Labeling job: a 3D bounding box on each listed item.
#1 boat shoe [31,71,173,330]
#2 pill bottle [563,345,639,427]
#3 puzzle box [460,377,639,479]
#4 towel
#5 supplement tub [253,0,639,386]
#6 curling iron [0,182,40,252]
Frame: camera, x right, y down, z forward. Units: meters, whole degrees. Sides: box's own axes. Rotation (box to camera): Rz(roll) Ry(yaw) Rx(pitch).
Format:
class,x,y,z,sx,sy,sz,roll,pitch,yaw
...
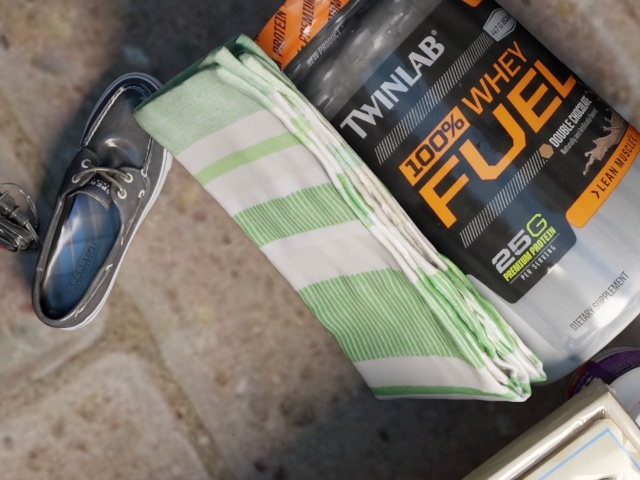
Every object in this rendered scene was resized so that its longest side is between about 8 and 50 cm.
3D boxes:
class,x,y,z,sx,sy,sz,roll,pitch,yaw
boat shoe,-0.185,-0.032,1.043,0.080,0.076,0.228,25,92,0
pill bottle,0.257,0.145,0.979,0.108,0.193,0.108,0,91,1
puzzle box,0.120,0.323,0.880,0.409,0.052,0.272,-39,88,8
towel,0.000,0.000,0.948,0.325,0.248,0.038,48,69,-11
supplement tub,0.108,-0.068,0.971,0.338,0.207,0.207,42,92,0
curling iron,-0.364,-0.041,1.063,0.274,0.035,0.068,14,129,4
